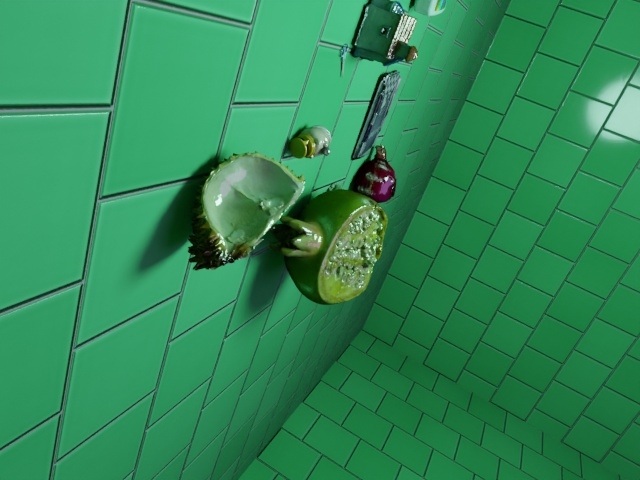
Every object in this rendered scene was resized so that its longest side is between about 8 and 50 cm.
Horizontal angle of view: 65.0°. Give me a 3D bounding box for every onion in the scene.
[{"bbox_3d":[0.200,-0.214,1.682,0.198,0.135,0.173,-69,166,14],"label":"onion"}]

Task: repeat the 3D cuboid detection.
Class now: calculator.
[{"bbox_3d":[0.173,-0.378,1.528,0.166,0.028,0.274,-42,156,-58],"label":"calculator"}]

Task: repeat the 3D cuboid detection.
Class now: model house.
[{"bbox_3d":[0.168,-0.461,1.148,0.119,0.149,0.148,-33,149,-62],"label":"model house"}]

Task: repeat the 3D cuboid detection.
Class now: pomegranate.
[{"bbox_3d":[0.000,0.000,1.312,0.358,0.216,0.309,15,104,-43],"label":"pomegranate"}]

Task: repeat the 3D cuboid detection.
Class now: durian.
[{"bbox_3d":[-0.140,-0.057,0.858,0.252,0.139,0.144,-50,156,-35],"label":"durian"}]

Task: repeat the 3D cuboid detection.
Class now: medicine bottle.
[{"bbox_3d":[0.316,-0.719,1.312,0.121,0.083,0.229,-45,156,-40],"label":"medicine bottle"}]

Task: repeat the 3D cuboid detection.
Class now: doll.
[{"bbox_3d":[-0.006,-0.215,1.118,0.127,0.084,0.073,-33,148,-47],"label":"doll"}]

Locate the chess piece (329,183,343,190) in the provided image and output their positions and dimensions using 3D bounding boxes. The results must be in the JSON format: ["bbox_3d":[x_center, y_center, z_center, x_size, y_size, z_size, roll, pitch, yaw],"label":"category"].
[{"bbox_3d":[0.049,-0.119,1.502,0.067,0.067,0.103,-52,153,-32],"label":"chess piece"}]

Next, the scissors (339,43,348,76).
[{"bbox_3d":[0.052,-0.404,1.134,0.036,0.006,0.083,-56,163,-29],"label":"scissors"}]
